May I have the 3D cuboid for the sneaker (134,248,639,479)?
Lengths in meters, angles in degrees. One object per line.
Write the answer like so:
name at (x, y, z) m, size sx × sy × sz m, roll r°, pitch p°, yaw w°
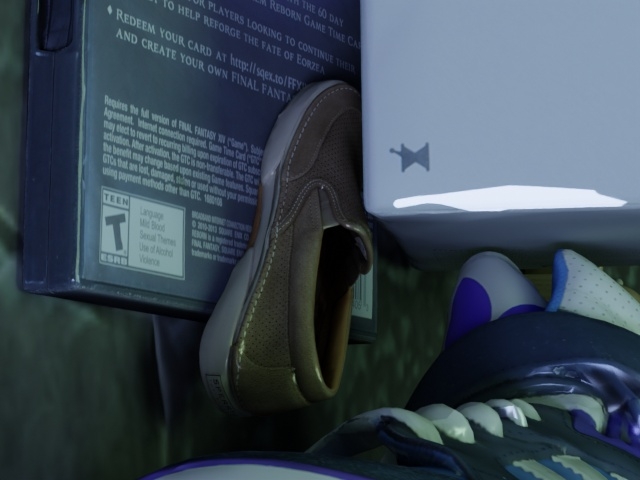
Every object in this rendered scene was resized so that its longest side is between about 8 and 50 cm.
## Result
sneaker at (0.038, 0.080, 0.561) m, size 0.323 × 0.130 × 0.236 m, roll 32°, pitch 28°, yaw -36°

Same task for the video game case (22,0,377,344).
video game case at (-0.032, -0.108, 0.646) m, size 0.196 × 0.026 × 0.274 m, roll 15°, pitch 72°, yaw -60°

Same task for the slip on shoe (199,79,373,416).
slip on shoe at (0.000, 0.000, 0.621) m, size 0.051 × 0.041 × 0.135 m, roll 61°, pitch 37°, yaw -38°

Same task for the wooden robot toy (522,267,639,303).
wooden robot toy at (0.123, 0.035, 0.855) m, size 0.076 × 0.079 × 0.173 m, roll 43°, pitch 51°, yaw -51°

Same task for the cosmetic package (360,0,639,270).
cosmetic package at (0.089, -0.109, 0.677) m, size 0.224 × 0.138 × 0.224 m, roll 31°, pitch 57°, yaw -80°

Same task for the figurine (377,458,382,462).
figurine at (-0.009, 0.176, 0.595) m, size 0.215 × 0.092 × 0.209 m, roll -2°, pitch 84°, yaw -62°
